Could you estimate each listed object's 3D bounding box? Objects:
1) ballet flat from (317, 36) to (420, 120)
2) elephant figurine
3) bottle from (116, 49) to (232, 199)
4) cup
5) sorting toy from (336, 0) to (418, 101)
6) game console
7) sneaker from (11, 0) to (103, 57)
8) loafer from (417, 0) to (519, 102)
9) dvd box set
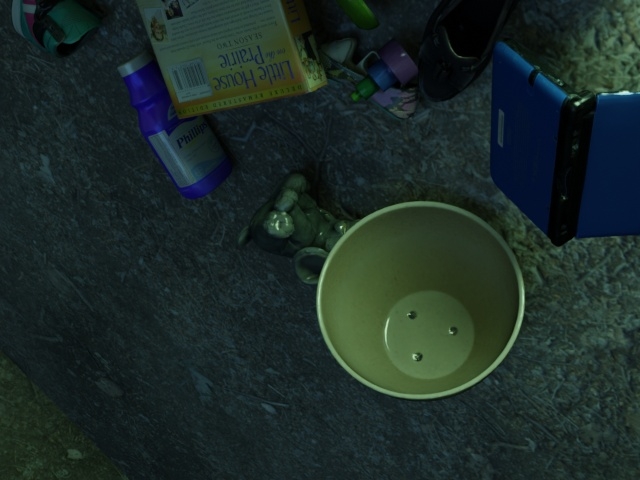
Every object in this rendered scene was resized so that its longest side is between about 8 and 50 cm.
[{"bbox_3d":[0.060,-0.270,1.373,0.221,0.077,0.079,30,121,11],"label":"ballet flat"},{"bbox_3d":[0.000,0.000,1.608,0.239,0.169,0.186,35,172,-17],"label":"elephant figurine"},{"bbox_3d":[-0.278,-0.219,1.642,0.092,0.118,0.283,-9,119,43],"label":"bottle"},{"bbox_3d":[0.175,0.131,1.488,0.331,0.331,0.237,24,164,19],"label":"cup"},{"bbox_3d":[-0.014,-0.340,1.249,0.126,0.127,0.365,-39,113,10],"label":"sorting toy"},{"bbox_3d":[0.378,-0.142,1.226,0.250,0.173,0.293,53,164,36],"label":"game console"},{"bbox_3d":[-0.484,-0.445,1.590,0.178,0.124,0.296,36,148,13],"label":"sneaker"},{"bbox_3d":[0.202,-0.297,1.209,0.109,0.095,0.303,36,140,3],"label":"loafer"},{"bbox_3d":[-0.176,-0.414,1.366,0.307,0.062,0.421,-4,112,41],"label":"dvd box set"}]
